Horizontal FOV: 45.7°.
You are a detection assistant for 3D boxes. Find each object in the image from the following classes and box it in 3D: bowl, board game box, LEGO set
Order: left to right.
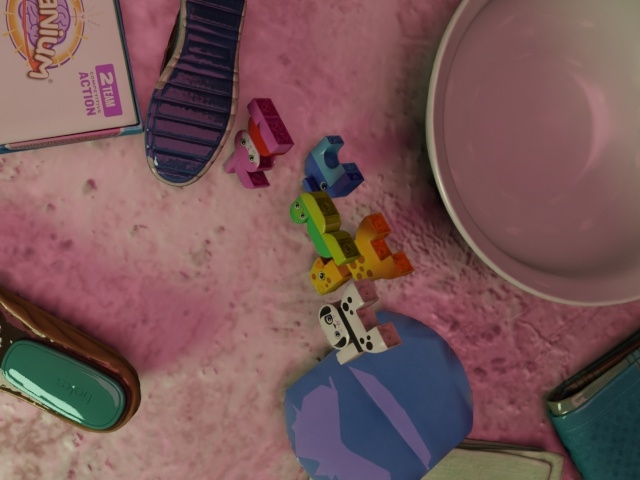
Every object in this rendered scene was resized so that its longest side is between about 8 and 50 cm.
[{"bbox_3d":[-0.312,-0.175,0.566,0.317,0.064,0.242,-10,96,-12],"label":"board game box"},{"bbox_3d":[0.000,0.000,0.638,0.087,0.093,0.227,-11,67,-45],"label":"LEGO set"},{"bbox_3d":[0.051,0.150,0.673,0.169,0.033,0.133,-39,87,-15],"label":"board game box"},{"bbox_3d":[0.210,-0.099,0.651,0.298,0.134,0.297,-1,94,-12],"label":"bowl"}]

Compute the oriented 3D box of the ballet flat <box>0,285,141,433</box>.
[{"bbox_3d":[-0.248,0.079,0.599,0.232,0.073,0.080,33,96,-7],"label":"ballet flat"}]

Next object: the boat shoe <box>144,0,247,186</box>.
[{"bbox_3d":[-0.098,-0.131,0.615,0.066,0.066,0.183,16,85,-15],"label":"boat shoe"}]

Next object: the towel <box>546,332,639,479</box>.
[{"bbox_3d":[0.415,0.235,0.774,0.271,0.040,0.370,-33,102,-7],"label":"towel"}]

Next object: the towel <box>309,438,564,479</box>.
[{"bbox_3d":[0.094,0.345,0.711,0.248,0.038,0.324,8,93,-12],"label":"towel"}]
